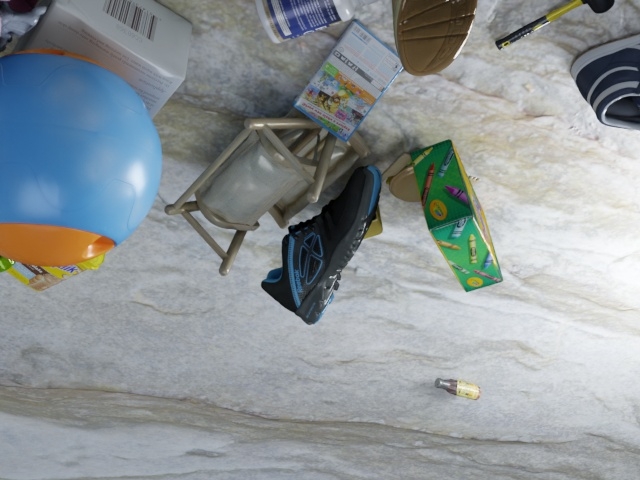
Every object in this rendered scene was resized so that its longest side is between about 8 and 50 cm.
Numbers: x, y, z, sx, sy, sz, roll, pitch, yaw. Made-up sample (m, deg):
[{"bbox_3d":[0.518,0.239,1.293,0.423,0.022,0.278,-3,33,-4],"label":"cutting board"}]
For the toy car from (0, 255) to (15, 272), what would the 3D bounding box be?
[{"bbox_3d":[-0.557,-0.059,1.442,0.188,0.149,0.155,-23,125,5],"label":"toy car"}]

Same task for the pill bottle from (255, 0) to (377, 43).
[{"bbox_3d":[-0.005,-0.360,1.154,0.169,0.094,0.094,-15,137,14],"label":"pill bottle"}]

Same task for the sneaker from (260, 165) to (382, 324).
[{"bbox_3d":[0.000,0.000,1.430,0.139,0.125,0.341,30,116,5],"label":"sneaker"}]

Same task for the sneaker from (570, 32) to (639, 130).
[{"bbox_3d":[0.553,-0.272,1.234,0.282,0.153,0.099,-21,135,19],"label":"sneaker"}]

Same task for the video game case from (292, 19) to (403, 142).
[{"bbox_3d":[0.048,-0.257,1.279,0.119,0.015,0.166,31,102,-32],"label":"video game case"}]

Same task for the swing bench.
[{"bbox_3d":[-0.087,-0.106,1.354,0.165,0.254,0.253,49,123,-2],"label":"swing bench"}]

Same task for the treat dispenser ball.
[{"bbox_3d":[-0.359,-0.109,1.048,0.288,0.288,0.288,-1,138,-1],"label":"treat dispenser ball"}]

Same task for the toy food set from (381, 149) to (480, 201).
[{"bbox_3d":[0.192,-0.120,1.481,0.192,0.039,0.132,14,142,-33],"label":"toy food set"}]

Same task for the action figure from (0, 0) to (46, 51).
[{"bbox_3d":[-0.536,-0.378,0.969,0.248,0.276,0.370,-29,116,23],"label":"action figure"}]

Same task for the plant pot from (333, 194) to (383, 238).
[{"bbox_3d":[0.081,-0.043,1.526,0.081,0.081,0.083,-16,148,15],"label":"plant pot"}]

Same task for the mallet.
[{"bbox_3d":[0.370,-0.348,1.236,0.189,0.039,0.062,-31,133,34],"label":"mallet"}]

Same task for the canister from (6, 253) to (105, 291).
[{"bbox_3d":[-0.541,0.030,1.581,0.169,0.073,0.126,-23,134,24],"label":"canister"}]

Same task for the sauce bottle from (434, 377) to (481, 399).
[{"bbox_3d":[0.358,0.386,2.041,0.128,0.042,0.042,16,135,-22],"label":"sauce bottle"}]

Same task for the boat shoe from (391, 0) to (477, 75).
[{"bbox_3d":[0.152,-0.398,1.112,0.121,0.110,0.341,-11,135,-7],"label":"boat shoe"}]

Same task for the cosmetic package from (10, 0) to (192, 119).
[{"bbox_3d":[-0.395,-0.228,1.242,0.217,0.156,0.385,29,130,-30],"label":"cosmetic package"}]

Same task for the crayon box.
[{"bbox_3d":[0.253,-0.037,1.433,0.081,0.166,0.278,-19,148,15],"label":"crayon box"}]
